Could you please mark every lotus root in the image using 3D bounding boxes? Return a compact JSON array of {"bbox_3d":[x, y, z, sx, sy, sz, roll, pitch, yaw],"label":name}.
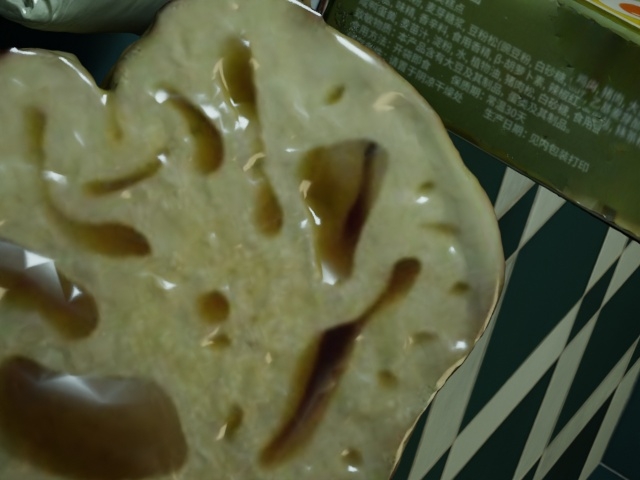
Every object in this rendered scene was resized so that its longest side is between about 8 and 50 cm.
[{"bbox_3d":[-0.095,0.001,0.875,0.316,0.316,0.250,-58,-160,-2],"label":"lotus root"}]

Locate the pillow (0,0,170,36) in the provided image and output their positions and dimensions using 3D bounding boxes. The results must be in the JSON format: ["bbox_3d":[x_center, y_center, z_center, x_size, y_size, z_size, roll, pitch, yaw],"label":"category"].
[{"bbox_3d":[-0.095,-0.167,0.888,0.134,0.077,0.181,-62,160,14],"label":"pillow"}]

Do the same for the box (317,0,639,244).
[{"bbox_3d":[0.256,-0.125,1.312,0.373,0.420,0.138,-21,139,-58],"label":"box"}]
